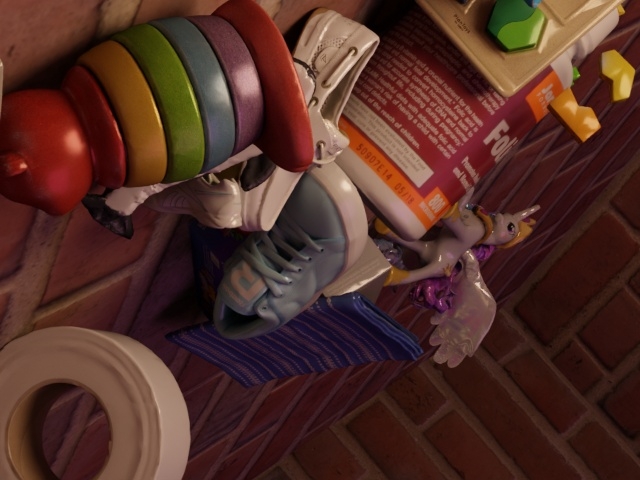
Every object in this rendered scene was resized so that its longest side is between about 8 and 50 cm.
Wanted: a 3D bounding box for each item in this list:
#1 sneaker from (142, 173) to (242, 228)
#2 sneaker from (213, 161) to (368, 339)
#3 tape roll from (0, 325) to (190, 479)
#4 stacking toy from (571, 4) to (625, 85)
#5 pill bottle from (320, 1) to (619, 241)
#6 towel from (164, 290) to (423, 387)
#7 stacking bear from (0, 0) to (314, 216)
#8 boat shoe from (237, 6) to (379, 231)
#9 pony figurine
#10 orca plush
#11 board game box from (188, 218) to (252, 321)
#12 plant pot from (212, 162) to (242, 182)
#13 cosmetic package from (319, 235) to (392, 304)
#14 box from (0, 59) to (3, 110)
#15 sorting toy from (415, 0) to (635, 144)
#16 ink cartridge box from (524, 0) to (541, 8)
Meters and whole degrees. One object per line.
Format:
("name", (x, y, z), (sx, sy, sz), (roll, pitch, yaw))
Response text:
("sneaker", (-0.151, -0.057, 1.430), (0.053, 0.152, 0.061), (-19, 118, -57))
("sneaker", (-0.051, 0.035, 1.596), (0.150, 0.135, 0.366), (-38, 165, -32))
("tape roll", (-0.314, 0.254, 1.587), (0.286, 0.286, 0.100), (-43, 164, 6))
("stacking toy", (0.337, -0.329, 1.764), (0.052, 0.167, 0.221), (-16, 159, -20))
("pill bottle", (0.178, -0.206, 1.591), (0.392, 0.224, 0.224), (-45, 165, 0))
("towel", (-0.036, 0.161, 1.917), (0.336, 0.040, 0.243), (-14, 151, 25))
("stacking bear", (-0.177, -0.113, 1.157), (0.289, 0.175, 0.164), (-23, 124, -24))
("boat shoe", (-0.013, -0.128, 1.433), (0.277, 0.096, 0.098), (-67, 166, 5))
("pony figurine", (0.241, 0.033, 2.424), (0.363, 0.303, 0.351), (13, 124, -51))
("orca plush", (-0.128, -0.113, 1.376), (0.287, 0.151, 0.102), (-48, -165, 14))
("board game box", (-0.076, 0.003, 1.859), (0.233, 0.078, 0.347), (-36, 164, -17))
("plant pot", (-0.103, -0.114, 1.474), (0.083, 0.081, 0.081), (-56, 163, 3))
("cosmetic package", (0.020, 0.081, 1.965), (0.127, 0.107, 0.238), (-32, 166, -19))
("box", (-0.366, -0.081, 0.861), (0.275, 0.113, 0.094), (-31, 163, -29))
("sorting toy", (0.264, -0.279, 1.462), (0.229, 0.307, 0.041), (-40, 175, -7))
("ink cartridge box", (0.237, -0.402, 1.311), (0.168, 0.171, 0.233), (-39, 165, -7))
